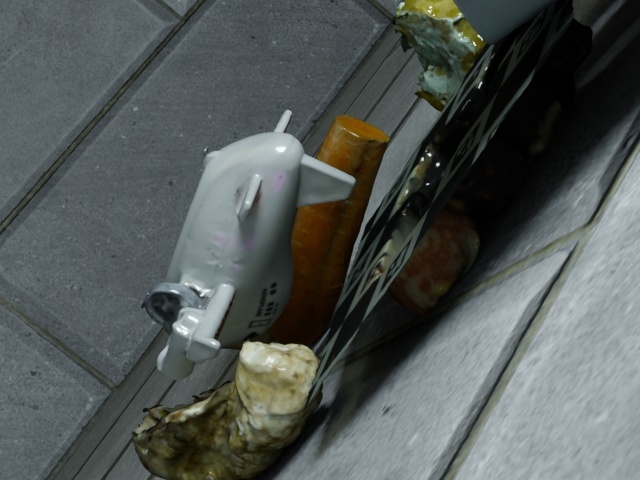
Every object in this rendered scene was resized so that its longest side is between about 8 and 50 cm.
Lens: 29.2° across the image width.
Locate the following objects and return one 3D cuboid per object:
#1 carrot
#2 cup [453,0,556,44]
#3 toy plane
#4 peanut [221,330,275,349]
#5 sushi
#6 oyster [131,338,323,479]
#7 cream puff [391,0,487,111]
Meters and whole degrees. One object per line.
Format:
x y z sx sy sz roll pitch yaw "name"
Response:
0.000 0.000 1.113 0.067 0.067 0.225 -72 1 -72 "carrot"
0.167 -0.277 0.687 0.312 0.205 0.205 -32 12 15 "cup"
-0.066 0.005 1.020 0.252 0.118 0.252 -155 90 -86 "toy plane"
-0.068 0.029 1.327 0.152 0.152 0.313 -50 1 7 "peanut"
0.120 -0.054 0.896 0.320 0.068 0.339 -57 4 24 "sushi"
-0.062 0.140 1.008 0.166 0.094 0.294 -33 -3 1 "oyster"
0.144 -0.212 1.228 0.121 0.156 0.156 -2 37 31 "cream puff"
